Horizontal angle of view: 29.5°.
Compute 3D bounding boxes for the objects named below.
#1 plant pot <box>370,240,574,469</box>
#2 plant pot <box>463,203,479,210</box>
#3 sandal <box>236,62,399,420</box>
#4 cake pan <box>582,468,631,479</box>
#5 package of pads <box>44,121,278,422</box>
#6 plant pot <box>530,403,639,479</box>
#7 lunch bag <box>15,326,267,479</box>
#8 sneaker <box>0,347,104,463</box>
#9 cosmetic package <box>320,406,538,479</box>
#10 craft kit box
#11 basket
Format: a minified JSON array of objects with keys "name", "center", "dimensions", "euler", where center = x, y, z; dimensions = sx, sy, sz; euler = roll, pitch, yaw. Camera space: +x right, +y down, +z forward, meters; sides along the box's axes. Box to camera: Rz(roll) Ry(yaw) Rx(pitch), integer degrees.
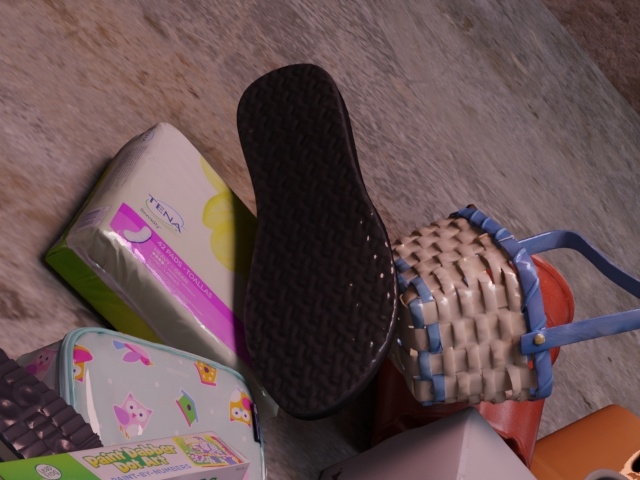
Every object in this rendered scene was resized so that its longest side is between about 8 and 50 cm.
[{"name":"plant pot","center":[0.187,0.181,1.597],"dimensions":[0.272,0.272,0.265],"euler":[42,43,-29]},{"name":"plant pot","center":[0.235,0.044,1.874],"dimensions":[0.165,0.167,0.167],"euler":[52,30,1]},{"name":"sandal","center":[0.002,-0.002,1.357],"dimensions":[0.107,0.167,0.446],"euler":[60,21,-55]},{"name":"cake pan","center":[0.347,0.407,1.374],"dimensions":[0.293,0.054,0.293],"euler":[35,40,-36]},{"name":"package of pads","center":[-0.139,0.037,1.356],"dimensions":[0.296,0.101,0.229],"euler":[49,33,-21]},{"name":"plant pot","center":[0.387,0.360,1.651],"dimensions":[0.291,0.203,0.291],"euler":[50,-6,7]},{"name":"lunch bag","center":[-0.162,0.216,1.164],"dimensions":[0.279,0.108,0.224],"euler":[25,45,-45]},{"name":"sneaker","center":[-0.324,0.129,1.007],"dimensions":[0.319,0.131,0.112],"euler":[44,25,17]},{"name":"cosmetic package","center":[0.209,0.429,1.427],"dimensions":[0.453,0.230,0.161],"euler":[48,33,-19]},{"name":"craft kit box","center":[-0.192,0.275,0.953],"dimensions":[0.061,0.247,0.250],"euler":[30,15,32]},{"name":"basket","center":[0.207,0.066,1.387],"dimensions":[0.255,0.289,0.201],"euler":[-126,-160,-68]}]
